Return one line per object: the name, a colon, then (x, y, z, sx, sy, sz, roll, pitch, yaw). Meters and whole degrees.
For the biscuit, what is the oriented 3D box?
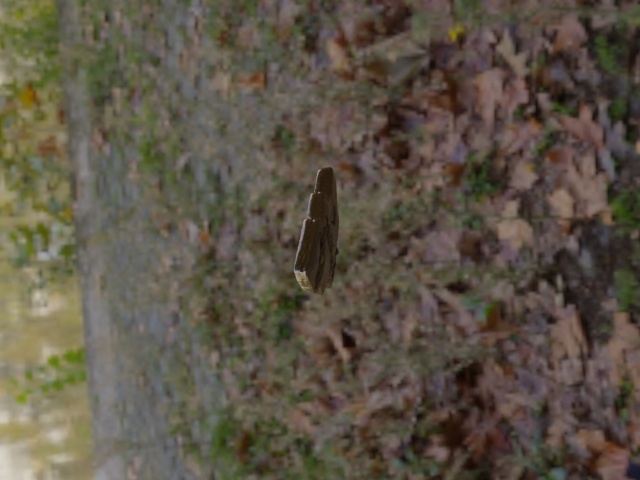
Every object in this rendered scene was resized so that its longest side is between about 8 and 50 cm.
biscuit: (0.000, 0.000, 0.726, 0.092, 0.016, 0.082, -62, -24, -69)
